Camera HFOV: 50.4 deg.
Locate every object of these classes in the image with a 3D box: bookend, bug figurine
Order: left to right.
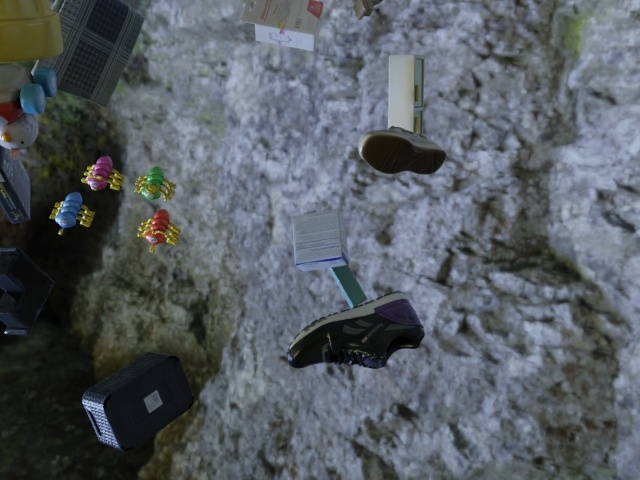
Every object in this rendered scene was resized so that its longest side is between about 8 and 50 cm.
[{"bbox_3d":[-0.744,0.122,1.643,0.072,0.156,0.157,-2,-127,20],"label":"bookend"},{"bbox_3d":[-0.439,-0.087,1.496,0.279,0.072,0.216,11,-123,-8],"label":"bug figurine"}]

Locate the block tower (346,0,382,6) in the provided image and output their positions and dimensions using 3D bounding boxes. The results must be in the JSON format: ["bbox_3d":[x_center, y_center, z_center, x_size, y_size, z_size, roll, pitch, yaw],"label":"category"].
[{"bbox_3d":[0.221,-0.733,1.837,0.335,0.091,0.097,-31,-163,-1],"label":"block tower"}]

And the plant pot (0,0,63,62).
[{"bbox_3d":[-0.677,-0.509,1.404,0.254,0.239,0.254,2,-155,-1],"label":"plant pot"}]

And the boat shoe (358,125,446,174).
[{"bbox_3d":[0.197,-0.238,1.743,0.302,0.109,0.098,2,-139,-42],"label":"boat shoe"}]

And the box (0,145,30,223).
[{"bbox_3d":[-0.924,-0.193,2.011,0.059,0.232,0.183,-11,-127,-8],"label":"box"}]

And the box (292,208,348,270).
[{"bbox_3d":[0.000,0.000,1.763,0.126,0.137,0.072,-9,158,13],"label":"box"}]

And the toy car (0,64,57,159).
[{"bbox_3d":[-0.778,-0.299,1.701,0.219,0.238,0.210,0,-146,-4],"label":"toy car"}]

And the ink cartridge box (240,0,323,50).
[{"bbox_3d":[-0.100,-0.574,1.773,0.198,0.115,0.067,12,156,3],"label":"ink cartridge box"}]

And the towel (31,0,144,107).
[{"bbox_3d":[-0.683,-0.576,1.995,0.056,0.324,0.312,26,-177,23],"label":"towel"}]

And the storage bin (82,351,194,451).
[{"bbox_3d":[-0.351,0.310,1.329,0.084,0.122,0.180,-2,-158,46],"label":"storage bin"}]

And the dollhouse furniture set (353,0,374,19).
[{"bbox_3d":[0.067,-0.758,1.612,0.174,0.303,0.355,-8,163,-23],"label":"dollhouse furniture set"}]

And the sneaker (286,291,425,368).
[{"bbox_3d":[0.074,0.208,1.374,0.283,0.107,0.124,-23,-126,-8],"label":"sneaker"}]

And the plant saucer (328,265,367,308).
[{"bbox_3d":[0.084,0.126,2.234,0.067,0.192,0.018,-31,-178,-17],"label":"plant saucer"}]

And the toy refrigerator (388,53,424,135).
[{"bbox_3d":[0.276,-0.448,2.153,0.094,0.269,0.102,6,-166,26],"label":"toy refrigerator"}]
